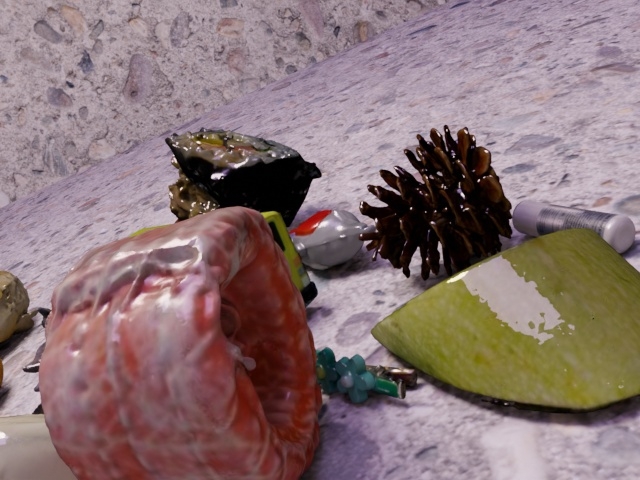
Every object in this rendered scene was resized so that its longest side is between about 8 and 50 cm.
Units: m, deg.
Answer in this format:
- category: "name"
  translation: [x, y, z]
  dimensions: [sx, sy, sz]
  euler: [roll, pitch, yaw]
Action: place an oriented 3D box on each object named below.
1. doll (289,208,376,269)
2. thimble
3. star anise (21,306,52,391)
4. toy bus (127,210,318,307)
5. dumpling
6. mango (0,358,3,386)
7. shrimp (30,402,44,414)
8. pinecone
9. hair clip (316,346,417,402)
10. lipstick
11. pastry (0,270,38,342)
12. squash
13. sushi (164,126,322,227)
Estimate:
- category: "doll"
  translation: [0.000, 0.000, 0.969]
  dimensions: [0.102, 0.075, 0.227]
  euler: [-26, 8, -36]
- category: "thimble"
  translation: [-0.100, 0.097, 0.599]
  dimensions: [0.162, 0.239, 0.239]
  euler: [-14, 22, 14]
- category: "star anise"
  translation: [-0.309, 0.111, 0.927]
  dimensions: [0.061, 0.204, 0.180]
  euler: [10, 46, -1]
- category: "toy bus"
  translation: [-0.152, 0.052, 0.899]
  dimensions: [0.262, 0.150, 0.128]
  euler: [-6, 25, 40]
- category: "dumpling"
  translation: [-0.287, 0.212, 0.684]
  dimensions: [0.252, 0.131, 0.179]
  euler: [-27, 14, -22]
- category: "mango"
  translation: [-0.491, 0.206, 0.976]
  dimensions: [0.115, 0.090, 0.178]
  euler: [-28, 21, 17]
- category: "shrimp"
  translation: [-0.303, 0.204, 0.846]
  dimensions: [0.126, 0.047, 0.223]
  euler: [-23, 19, 34]
- category: "pinecone"
  translation: [0.121, -0.031, 0.802]
  dimensions: [0.165, 0.163, 0.163]
  euler: [-30, 19, 9]
- category: "hair clip"
  translation: [0.014, 0.121, 0.695]
  dimensions: [0.173, 0.049, 0.049]
  euler: [1, 31, 46]
- category: "lipstick"
  translation: [0.264, -0.016, 0.771]
  dimensions: [0.040, 0.040, 0.141]
  euler: [-31, 22, -19]
- category: "pastry"
  translation: [-0.606, 0.148, 1.210]
  dimensions: [0.257, 0.120, 0.236]
  euler: [-21, 16, 13]
- category: "squash"
  translation: [0.184, 0.083, 0.632]
  dimensions: [0.237, 0.155, 0.204]
  euler: [-23, -17, -5]
- category: "sushi"
  translation: [-0.135, -0.054, 1.107]
  dimensions: [0.225, 0.218, 0.238]
  euler: [27, 14, 37]
